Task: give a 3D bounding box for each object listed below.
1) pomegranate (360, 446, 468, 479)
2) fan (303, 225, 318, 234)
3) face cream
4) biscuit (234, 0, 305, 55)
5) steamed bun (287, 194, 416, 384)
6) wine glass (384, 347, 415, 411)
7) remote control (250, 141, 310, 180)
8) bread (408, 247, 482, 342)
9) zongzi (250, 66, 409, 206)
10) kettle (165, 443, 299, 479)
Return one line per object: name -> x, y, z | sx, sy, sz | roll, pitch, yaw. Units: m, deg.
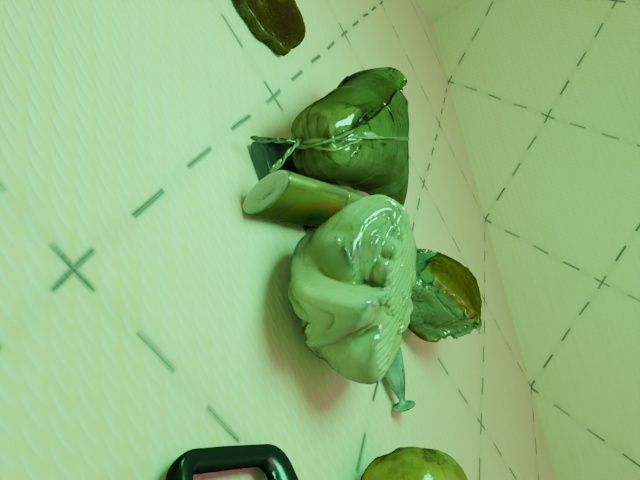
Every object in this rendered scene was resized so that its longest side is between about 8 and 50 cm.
pomegranate -> 0.198, 0.554, 0.896 | 0.260, 0.260, 0.261 | 32, 49, -45
fan -> 0.000, 0.000, 1.098 | 0.152, 0.008, 0.227 | 36, 45, -42
face cream -> -0.027, -0.083, 0.972 | 0.285, 0.139, 0.067 | 7, 58, -53
biscuit -> -0.145, -0.636, 1.173 | 0.273, 0.049, 0.257 | 48, 42, -30
steamed bun -> 0.057, 0.101, 0.923 | 0.352, 0.247, 0.339 | 74, 34, -45
wine glass -> 0.198, 0.364, 1.153 | 0.073, 0.073, 0.155 | -17, 91, -58
remote control -> -0.037, -0.202, 1.116 | 0.377, 0.044, 0.107 | -20, 95, -58
bread -> 0.326, 0.148, 1.313 | 0.279, 0.224, 0.250 | 47, 32, -15
zongzi -> 0.106, -0.146, 1.095 | 0.500, 0.218, 0.467 | -50, 127, -47
kettle -> -0.110, 0.436, 0.582 | 0.308, 0.262, 0.203 | 24, 90, -53
